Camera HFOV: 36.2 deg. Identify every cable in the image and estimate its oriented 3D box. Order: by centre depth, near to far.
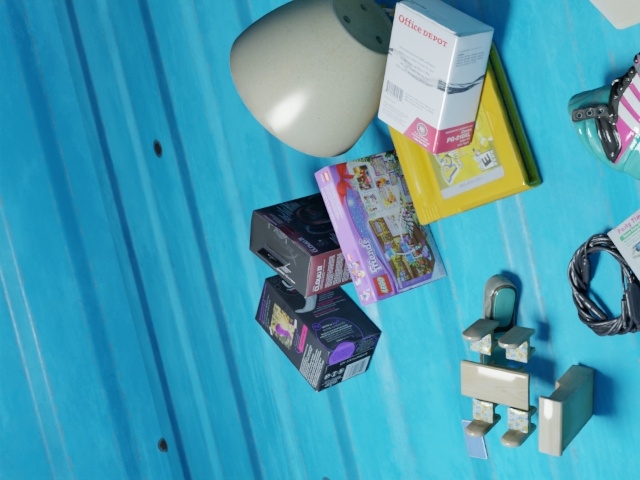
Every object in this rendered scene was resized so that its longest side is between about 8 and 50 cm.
[{"bbox_3d":[0.496,0.076,1.709,0.150,0.047,0.184,-1,105,59],"label":"cable"}]

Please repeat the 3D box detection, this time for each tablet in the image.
[{"bbox_3d":[0.332,0.428,2.108,0.054,0.006,0.083,-5,100,55],"label":"tablet"}]

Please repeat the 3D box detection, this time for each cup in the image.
[{"bbox_3d":[0.020,-0.368,1.970,0.237,0.331,0.331,-40,71,39],"label":"cup"}]

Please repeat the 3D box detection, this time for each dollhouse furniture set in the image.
[{"bbox_3d":[0.362,0.288,1.816,0.242,0.161,0.212,9,112,34],"label":"dollhouse furniture set"}]

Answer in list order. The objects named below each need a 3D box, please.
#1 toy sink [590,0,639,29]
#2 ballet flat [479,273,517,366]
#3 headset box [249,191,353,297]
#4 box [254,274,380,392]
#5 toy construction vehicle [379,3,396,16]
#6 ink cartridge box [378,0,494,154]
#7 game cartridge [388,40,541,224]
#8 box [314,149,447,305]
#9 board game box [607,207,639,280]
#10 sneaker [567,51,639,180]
[{"bbox_3d":[0.491,-0.422,1.366,0.131,0.153,0.234,37,155,-24],"label":"toy sink"},{"bbox_3d":[0.349,0.165,1.938,0.068,0.072,0.213,-113,24,-62],"label":"ballet flat"},{"bbox_3d":[0.000,0.000,2.139,0.218,0.293,0.110,37,131,39],"label":"headset box"},{"bbox_3d":[-0.011,0.203,2.349,0.270,0.165,0.143,47,138,33],"label":"box"},{"bbox_3d":[0.154,-0.488,1.949,0.098,0.035,0.086,30,127,45],"label":"toy construction vehicle"},{"bbox_3d":[0.209,-0.306,1.807,0.172,0.100,0.237,40,135,40],"label":"ink cartridge box"},{"bbox_3d":[0.261,-0.198,1.908,0.323,0.052,0.285,-21,86,54],"label":"game cartridge"},{"bbox_3d":[0.127,-0.032,2.031,0.057,0.201,0.293,-26,82,55],"label":"box"},{"bbox_3d":[0.613,0.048,1.485,0.303,0.097,0.224,60,142,16],"label":"board game box"},{"bbox_3d":[0.479,-0.239,1.536,0.178,0.124,0.295,13,116,41],"label":"sneaker"}]
